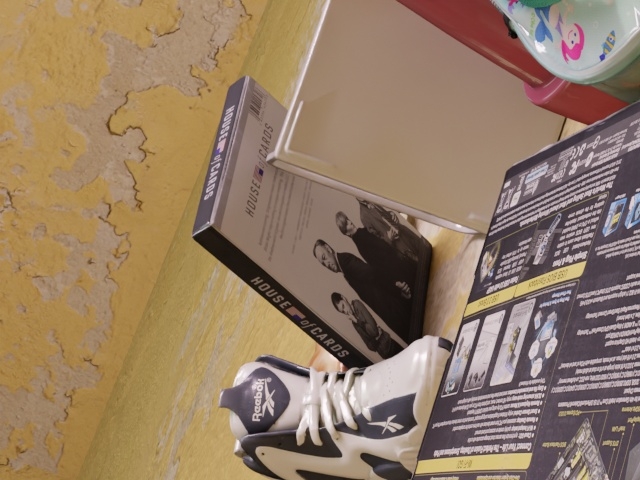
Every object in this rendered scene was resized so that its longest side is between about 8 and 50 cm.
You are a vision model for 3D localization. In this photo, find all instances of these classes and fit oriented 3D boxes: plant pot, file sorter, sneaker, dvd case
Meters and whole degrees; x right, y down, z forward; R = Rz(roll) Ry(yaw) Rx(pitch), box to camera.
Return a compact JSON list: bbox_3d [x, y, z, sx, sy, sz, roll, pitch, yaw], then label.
[{"bbox_3d":[0.142,-0.197,1.299,0.201,0.180,0.201,-161,90,-81],"label":"plant pot"},{"bbox_3d":[0.090,-0.155,1.486,0.173,0.192,0.278,165,125,-81],"label":"file sorter"},{"bbox_3d":[0.002,0.131,1.508,0.235,0.153,0.094,125,160,-59],"label":"sneaker"},{"bbox_3d":[0.000,0.000,1.573,0.029,0.238,0.179,-30,33,33],"label":"dvd case"}]

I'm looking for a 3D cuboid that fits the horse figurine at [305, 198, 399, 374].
[{"bbox_3d":[0.027,0.066,1.765,0.174,0.066,0.263,144,142,-83],"label":"horse figurine"}]

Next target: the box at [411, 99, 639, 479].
[{"bbox_3d":[0.145,0.088,0.976,0.395,0.097,0.318,149,141,-75],"label":"box"}]

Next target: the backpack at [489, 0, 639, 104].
[{"bbox_3d":[0.173,-0.193,1.046,0.225,0.191,0.253,-58,36,23],"label":"backpack"}]
